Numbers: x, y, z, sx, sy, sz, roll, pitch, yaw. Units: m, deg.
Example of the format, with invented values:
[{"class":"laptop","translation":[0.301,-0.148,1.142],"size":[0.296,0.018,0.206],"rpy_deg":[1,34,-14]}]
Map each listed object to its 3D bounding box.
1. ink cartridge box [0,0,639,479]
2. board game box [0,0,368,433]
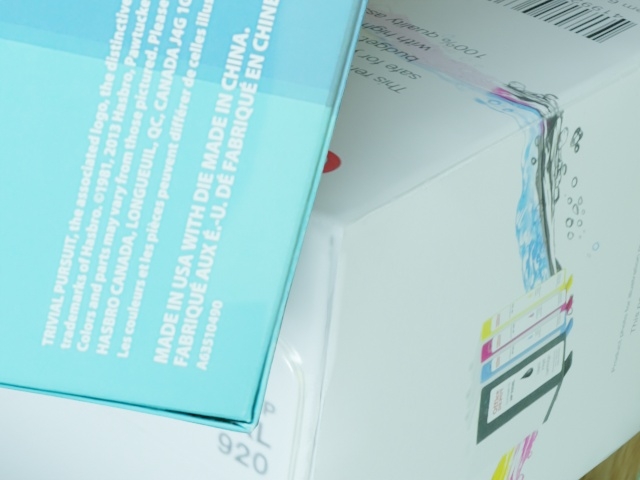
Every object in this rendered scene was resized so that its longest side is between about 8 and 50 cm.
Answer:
[{"class":"ink cartridge box","translation":[0.000,0.000,0.582],"size":[0.233,0.171,0.168],"rpy_deg":[-27,133,-45]},{"class":"board game box","translation":[-0.147,-0.117,0.330],"size":[0.336,0.079,0.253],"rpy_deg":[11,105,-17]}]
